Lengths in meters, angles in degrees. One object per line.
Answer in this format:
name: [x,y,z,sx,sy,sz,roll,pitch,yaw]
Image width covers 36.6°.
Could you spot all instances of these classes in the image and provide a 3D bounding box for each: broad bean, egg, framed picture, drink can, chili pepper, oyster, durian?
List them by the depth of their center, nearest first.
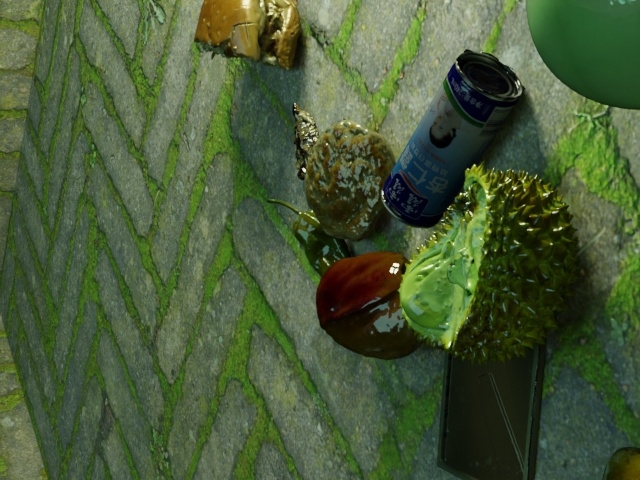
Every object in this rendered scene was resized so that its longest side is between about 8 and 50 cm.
egg: [0.315,-0.234,0.886,0.270,0.220,0.220,-24,70,57]
durian: [0.204,0.029,1.129,0.200,0.176,0.237,53,136,42]
drink can: [0.167,-0.128,1.265,0.235,0.097,0.097,-62,42,41]
framed picture: [0.220,0.206,1.268,0.184,0.016,0.250,14,104,58]
broad bean: [0.083,0.092,1.394,0.228,0.122,0.156,6,71,53]
chili pepper: [0.000,-0.001,1.576,0.072,0.073,0.204,-41,67,32]
oyster: [-0.031,-0.165,1.659,0.086,0.029,0.132,-57,47,44]

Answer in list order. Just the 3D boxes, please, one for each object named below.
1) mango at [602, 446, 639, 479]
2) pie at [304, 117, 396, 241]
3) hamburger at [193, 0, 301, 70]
mango: [0.368,0.290,0.901,0.316,0.146,0.192,23,104,64]
pie: [0.050,-0.088,1.485,0.163,0.079,0.193,46,129,36]
hamburger: [-0.140,-0.393,1.724,0.283,0.144,0.156,32,118,57]
